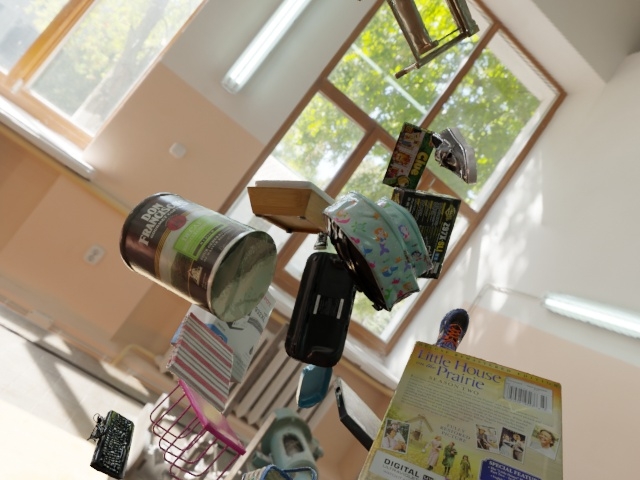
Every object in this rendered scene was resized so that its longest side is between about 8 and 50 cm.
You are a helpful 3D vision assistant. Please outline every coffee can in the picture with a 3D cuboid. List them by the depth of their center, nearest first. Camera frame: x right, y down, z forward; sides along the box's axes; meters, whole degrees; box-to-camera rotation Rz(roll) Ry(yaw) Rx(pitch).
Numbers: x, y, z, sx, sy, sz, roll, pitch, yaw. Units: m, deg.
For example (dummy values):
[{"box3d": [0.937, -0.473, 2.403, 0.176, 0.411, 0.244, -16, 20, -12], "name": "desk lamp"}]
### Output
[{"box3d": [-0.262, 0.029, 0.918, 0.275, 0.201, 0.201, 21, -11, 26], "name": "coffee can"}]

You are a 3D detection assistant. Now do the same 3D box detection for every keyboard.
[{"box3d": [-0.451, 0.426, 0.916, 0.100, 0.038, 0.192, 36, -2, -21], "name": "keyboard"}]

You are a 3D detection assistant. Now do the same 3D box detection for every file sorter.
[{"box3d": [-0.427, 0.648, 1.413, 0.290, 0.182, 0.202, 23, -26, 54], "name": "file sorter"}]

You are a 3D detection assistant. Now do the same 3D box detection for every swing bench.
[{"box3d": [0.276, -0.619, 1.120, 0.253, 0.254, 0.165, 58, -3, -15], "name": "swing bench"}]

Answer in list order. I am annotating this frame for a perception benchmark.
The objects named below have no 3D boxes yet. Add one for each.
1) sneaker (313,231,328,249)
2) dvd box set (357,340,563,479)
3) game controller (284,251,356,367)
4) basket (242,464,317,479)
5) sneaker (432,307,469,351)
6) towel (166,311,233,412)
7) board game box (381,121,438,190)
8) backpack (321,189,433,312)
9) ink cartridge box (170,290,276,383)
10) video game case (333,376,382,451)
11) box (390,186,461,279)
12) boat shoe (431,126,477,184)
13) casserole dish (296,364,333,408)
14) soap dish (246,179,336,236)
[{"box3d": [0.000, 0.000, 0.946, 0.032, 0.037, 0.083, 0, 11, 4], "name": "sneaker"}, {"box3d": [0.263, 0.372, 0.761, 0.307, 0.420, 0.062, 13, -59, 22], "name": "dvd box set"}, {"box3d": [0.008, 0.184, 1.173, 0.166, 0.319, 0.067, 10, -18, 13], "name": "game controller"}, {"box3d": [-0.154, 0.903, 1.415, 0.289, 0.255, 0.201, -16, -53, 28], "name": "basket"}, {"box3d": [0.381, 0.305, 1.248, 0.083, 0.221, 0.087, 25, 5, 2], "name": "sneaker"}, {"box3d": [-0.239, 0.243, 0.857, 0.144, 0.029, 0.197, 49, 9, -20], "name": "towel"}, {"box3d": [0.333, -0.303, 1.583, 0.136, 0.030, 0.260, 20, -50, 6], "name": "board game box"}, {"box3d": [0.121, 0.007, 0.959, 0.253, 0.191, 0.225, 53, -3, -32], "name": "backpack"}, {"box3d": [-0.285, 0.246, 1.305, 0.129, 0.307, 0.223, -4, -45, 28], "name": "ink cartridge box"}, {"box3d": [0.147, 0.578, 1.302, 0.275, 0.035, 0.248, 48, 2, -6], "name": "video game case"}, {"box3d": [0.355, -0.020, 1.553, 0.257, 0.322, 0.079, 4, 17, -25], "name": "box"}, {"box3d": [0.411, -0.266, 1.320, 0.301, 0.102, 0.108, -91, 169, -49], "name": "boat shoe"}, {"box3d": [-0.025, 0.457, 1.348, 0.114, 0.188, 0.037, -7, 32, -32], "name": "casserole dish"}, {"box3d": [-0.075, -0.100, 1.382, 0.229, 0.118, 0.291, 5, -12, 24], "name": "soap dish"}]
